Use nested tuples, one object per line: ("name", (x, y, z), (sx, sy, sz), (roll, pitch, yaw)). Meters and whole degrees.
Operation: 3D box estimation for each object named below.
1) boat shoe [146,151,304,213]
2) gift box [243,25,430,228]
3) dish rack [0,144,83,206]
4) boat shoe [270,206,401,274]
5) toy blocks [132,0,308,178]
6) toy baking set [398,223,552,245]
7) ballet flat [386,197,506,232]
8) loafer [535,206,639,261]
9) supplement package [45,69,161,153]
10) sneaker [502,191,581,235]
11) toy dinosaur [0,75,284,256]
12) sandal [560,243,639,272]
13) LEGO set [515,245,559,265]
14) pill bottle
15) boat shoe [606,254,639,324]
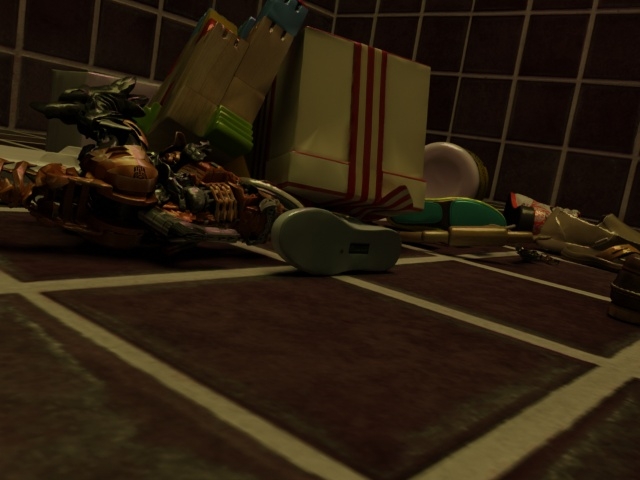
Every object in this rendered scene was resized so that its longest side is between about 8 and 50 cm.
("boat shoe", (-0.133, -0.039, 0.783), (0.233, 0.084, 0.079), (15, 45, -10))
("gift box", (0.012, -0.145, 0.929), (0.255, 0.258, 0.276), (7, -5, -22))
("dish rack", (-0.448, -0.106, 0.841), (0.332, 0.072, 0.285), (8, 8, -17))
("boat shoe", (0.000, 0.000, 0.657), (0.083, 0.065, 0.183), (15, 4, 44))
("toy blocks", (-0.163, -0.222, 0.892), (0.190, 0.261, 0.381), (31, -19, -24))
("toy baking set", (0.253, -0.014, 0.984), (0.256, 0.030, 0.197), (1, 6, 6))
("ballet flat", (0.231, -0.043, 1.165), (0.230, 0.077, 0.077), (7, -8, -5))
("loafer", (0.539, -0.002, 1.131), (0.268, 0.092, 0.102), (12, 9, 20))
("supplement package", (-0.428, -0.222, 1.204), (0.149, 0.194, 0.203), (1, 12, -41))
("sneaker", (0.511, -0.047, 1.430), (0.144, 0.090, 0.270), (11, 12, 6))
("toy dinosaur", (-0.191, -0.061, 0.597), (0.322, 0.164, 0.218), (31, 7, -45))
("sandal", (0.502, 0.026, 1.051), (0.180, 0.049, 0.072), (17, 11, 42))
("LEGO set", (0.340, 0.028, 0.982), (0.083, 0.024, 0.054), (22, 10, -5))
("pill bottle", (0.342, -0.157, 1.629), (0.187, 0.188, 0.334), (12, 9, 19))
("boat shoe", (0.400, 0.055, 0.671), (0.206, 0.073, 0.073), (6, 8, -31))
